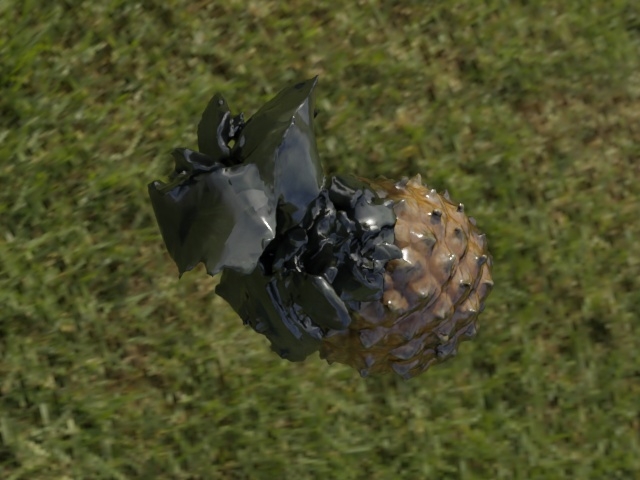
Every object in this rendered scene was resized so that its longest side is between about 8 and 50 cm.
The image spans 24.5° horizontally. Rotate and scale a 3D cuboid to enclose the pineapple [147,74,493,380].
[{"bbox_3d":[0.000,0.000,0.720,0.237,0.111,0.119,25,40,-61],"label":"pineapple"}]
